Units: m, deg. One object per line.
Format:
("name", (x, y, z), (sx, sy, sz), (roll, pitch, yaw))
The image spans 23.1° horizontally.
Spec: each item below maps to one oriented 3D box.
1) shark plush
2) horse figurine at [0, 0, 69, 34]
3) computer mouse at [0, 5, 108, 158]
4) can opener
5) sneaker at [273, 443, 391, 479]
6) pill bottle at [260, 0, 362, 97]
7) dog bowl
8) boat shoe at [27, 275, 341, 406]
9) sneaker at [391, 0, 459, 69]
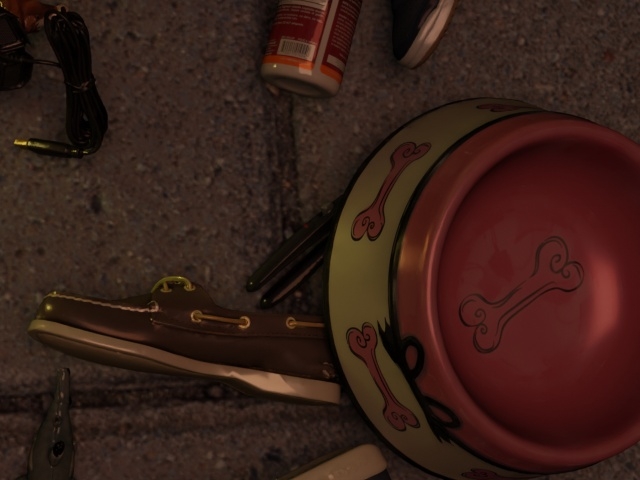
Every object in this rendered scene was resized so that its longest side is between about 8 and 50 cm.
("shark plush", (-0.254, 0.209, 1.545), (0.073, 0.067, 0.161), (20, 82, -11))
("horse figurine", (-0.286, -0.346, 1.580), (0.174, 0.066, 0.263), (-26, 95, -20))
("computer mouse", (-0.322, -0.169, 1.543), (0.262, 0.184, 0.060), (7, 44, 20))
("can opener", (0.000, 0.000, 1.628), (0.186, 0.073, 0.059), (-34, 102, -4))
("sneaker", (-0.070, 0.331, 1.547), (0.350, 0.131, 0.148), (-22, 87, -14))
("pill bottle", (-0.004, -0.231, 1.628), (0.086, 0.086, 0.152), (17, 82, -12))
("dog bowl", (0.215, 0.051, 1.586), (0.408, 0.150, 0.408), (0, 89, -26))
("boat shoe", (-0.126, 0.091, 1.564), (0.324, 0.116, 0.097), (13, 78, -16))
("sneaker", (0.080, -0.327, 1.647), (0.153, 0.099, 0.282), (20, 75, -16))
